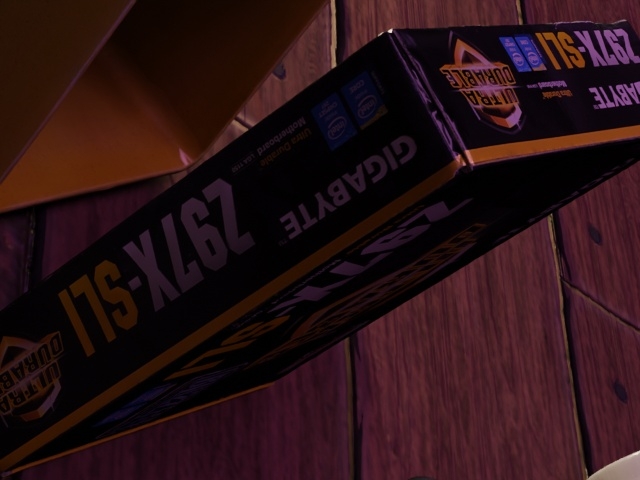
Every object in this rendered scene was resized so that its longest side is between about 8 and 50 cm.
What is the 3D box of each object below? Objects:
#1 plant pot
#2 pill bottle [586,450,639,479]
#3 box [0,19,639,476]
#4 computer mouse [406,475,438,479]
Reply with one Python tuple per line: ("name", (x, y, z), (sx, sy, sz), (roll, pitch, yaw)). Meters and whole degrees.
("plant pot", (-0.131, -0.165, 1.024), (0.187, 0.212, 0.212), (50, 30, 13))
("pill bottle", (0.277, 0.258, 1.288), (0.121, 0.121, 0.221), (5, 59, -53))
("box", (0.000, 0.000, 0.935), (0.257, 0.322, 0.079), (-9, 69, -57))
("computer mouse", (0.065, 0.257, 1.084), (0.071, 0.041, 0.242), (24, 51, -31))
